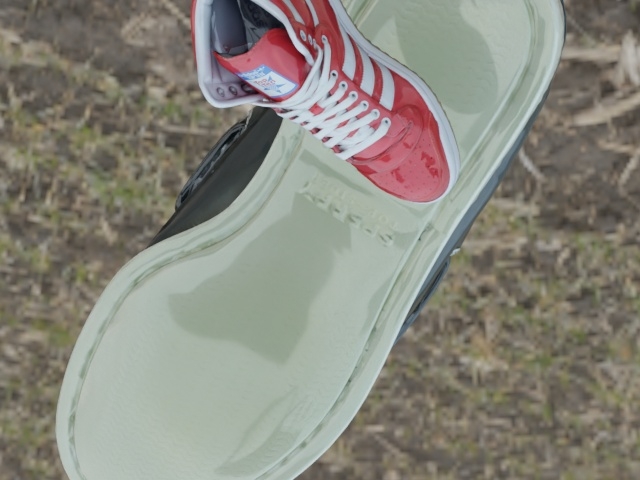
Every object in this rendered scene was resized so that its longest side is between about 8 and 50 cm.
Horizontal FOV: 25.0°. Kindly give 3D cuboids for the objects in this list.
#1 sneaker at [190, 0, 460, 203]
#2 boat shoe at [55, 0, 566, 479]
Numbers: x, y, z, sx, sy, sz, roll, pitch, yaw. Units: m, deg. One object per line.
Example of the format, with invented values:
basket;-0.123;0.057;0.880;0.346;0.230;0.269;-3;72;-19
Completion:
sneaker;0.001;-0.049;0.482;0.042;0.067;0.118;-33;106;28
boat shoe;-0.003;-0.003;0.670;0.127;0.113;0.340;34;114;6
